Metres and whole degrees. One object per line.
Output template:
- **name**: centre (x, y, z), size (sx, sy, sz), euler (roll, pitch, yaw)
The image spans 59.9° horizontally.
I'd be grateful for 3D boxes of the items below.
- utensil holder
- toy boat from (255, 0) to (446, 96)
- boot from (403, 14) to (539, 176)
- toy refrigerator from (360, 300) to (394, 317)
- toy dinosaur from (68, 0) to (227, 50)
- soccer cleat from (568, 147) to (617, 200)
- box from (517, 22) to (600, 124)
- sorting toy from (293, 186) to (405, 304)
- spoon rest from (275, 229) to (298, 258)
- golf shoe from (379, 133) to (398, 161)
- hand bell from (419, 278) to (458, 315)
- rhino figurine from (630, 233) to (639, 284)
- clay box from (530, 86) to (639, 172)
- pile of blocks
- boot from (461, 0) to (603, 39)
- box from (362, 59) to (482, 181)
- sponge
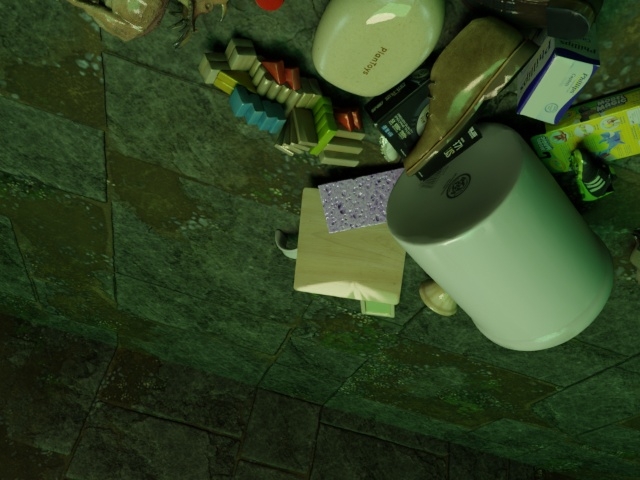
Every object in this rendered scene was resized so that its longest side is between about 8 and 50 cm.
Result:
- **utensil holder**: centre (0.369, -0.004, 1.150), size (0.328, 0.327, 0.385), euler (-19, 133, 38)
- **toy boat**: centre (0.043, -0.381, 0.899), size (0.319, 0.148, 0.267), euler (20, 151, -23)
- **boot**: centre (0.223, -0.239, 0.950), size (0.115, 0.112, 0.305), euler (42, 127, 6)
- **toy refrigerator**: centre (0.166, 0.120, 1.592), size (0.103, 0.094, 0.269), euler (6, 144, 11)
- **toy dinosaur**: centre (-0.319, -0.411, 0.980), size (0.296, 0.127, 0.200), euler (-7, 148, 35)
- **soccer cleat**: centre (0.523, -0.132, 1.063), size (0.073, 0.060, 0.179), euler (-19, 151, 23)
- **box**: centre (0.381, -0.285, 0.903), size (0.072, 0.137, 0.126), euler (15, 146, -2)
- **sorting toy**: centre (0.080, 0.007, 1.356), size (0.258, 0.089, 0.255), euler (8, 101, 8)
- **spoon rest**: centre (0.000, 0.000, 1.486), size (0.277, 0.084, 0.137), euler (-8, 140, 29)
- **golf shoe**: centre (0.160, -0.228, 1.126), size (0.086, 0.069, 0.176), euler (-2, 144, 11)
- **hand bell**: centre (0.378, 0.082, 1.487), size (0.126, 0.126, 0.242), euler (20, 132, -10)
- **rhino figurine**: centre (0.785, 0.043, 1.296), size (0.107, 0.073, 0.243), euler (-14, 136, 30)
- **clay box**: centre (0.524, -0.203, 1.046), size (0.222, 0.053, 0.127), euler (-12, 142, 34)
- **pile of blocks**: centre (-0.059, -0.266, 1.068), size (0.363, 0.148, 0.112), euler (25, 144, -16)
- **boot**: centre (0.326, -0.385, 0.850), size (0.219, 0.106, 0.082), euler (30, 169, 26)
- **box**: centre (0.195, -0.224, 1.051), size (0.147, 0.077, 0.180), euler (-37, 128, 13)
- **sponge**: centre (0.110, -0.092, 1.270), size (0.210, 0.031, 0.117), euler (-11, 98, 12)
